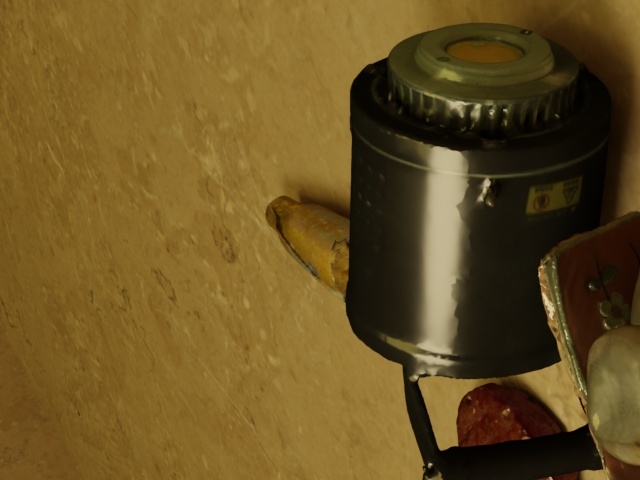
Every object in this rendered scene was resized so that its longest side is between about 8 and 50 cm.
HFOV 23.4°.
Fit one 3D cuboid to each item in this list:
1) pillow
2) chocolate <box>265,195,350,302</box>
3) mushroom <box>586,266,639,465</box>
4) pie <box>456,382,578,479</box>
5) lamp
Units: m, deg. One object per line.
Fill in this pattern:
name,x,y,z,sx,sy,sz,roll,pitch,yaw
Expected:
pillow,0.231,0.101,1.133,0.043,0.126,0.232,-15,95,54
chocolate,0.000,0.000,1.703,0.219,0.086,0.085,34,138,60
mushroom,0.270,0.083,1.000,0.243,0.243,0.243,46,146,44
pie,0.189,0.224,1.493,0.182,0.050,0.182,46,145,46
lamp,0.125,-0.029,1.225,0.272,0.205,0.374,97,160,-48
